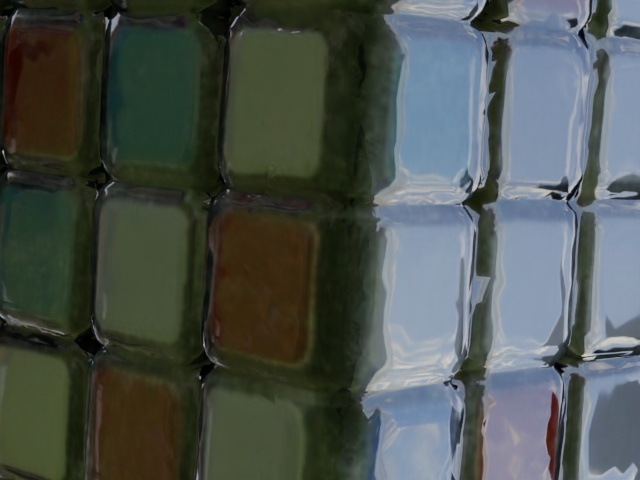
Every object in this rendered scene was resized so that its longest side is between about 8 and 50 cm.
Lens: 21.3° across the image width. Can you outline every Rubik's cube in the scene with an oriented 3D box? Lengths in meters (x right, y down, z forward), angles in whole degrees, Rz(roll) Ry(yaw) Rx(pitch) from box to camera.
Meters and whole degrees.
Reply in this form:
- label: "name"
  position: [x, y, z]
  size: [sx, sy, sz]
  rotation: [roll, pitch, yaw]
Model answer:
- label: "Rubik's cube"
  position: [0.000, 0.000, 0.670]
  size: [0.287, 0.292, 0.293]
  rotation: [8, -85, 43]
